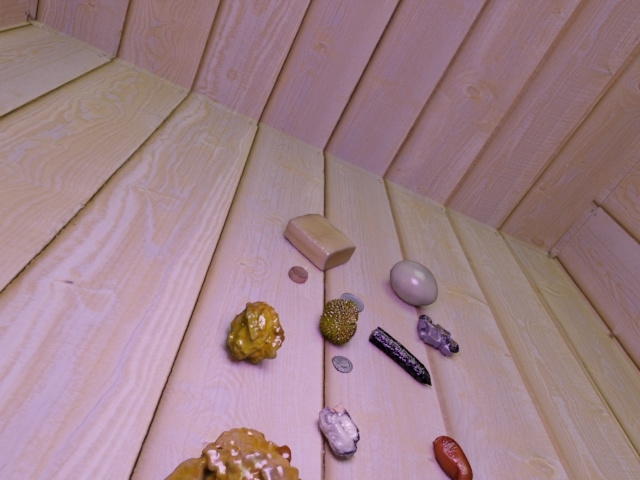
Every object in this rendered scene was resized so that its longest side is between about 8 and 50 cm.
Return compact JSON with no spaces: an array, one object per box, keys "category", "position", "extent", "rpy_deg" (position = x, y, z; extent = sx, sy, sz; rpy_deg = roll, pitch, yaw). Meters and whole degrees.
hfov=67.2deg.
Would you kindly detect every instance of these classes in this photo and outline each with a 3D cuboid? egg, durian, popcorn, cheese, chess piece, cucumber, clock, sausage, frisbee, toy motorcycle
[{"category":"egg","position":[0.433,0.199,2.236],"extent":[0.253,0.187,0.186],"rpy_deg":[39,30,24]},{"category":"durian","position":[0.067,0.289,1.791],"extent":[0.146,0.159,0.198],"rpy_deg":[9,28,-11]},{"category":"popcorn","position":[-0.188,0.552,1.078],"extent":[0.332,0.225,0.265],"rpy_deg":[7,38,-14]},{"category":"cheese","position":[0.000,0.000,2.242],"extent":[0.265,0.124,0.242],"rpy_deg":[41,34,22]},{"category":"chess piece","position":[-0.091,0.142,2.013],"extent":[0.083,0.038,0.084],"rpy_deg":[20,28,-11]},{"category":"cucumber","position":[0.312,0.447,1.851],"extent":[0.300,0.072,0.072],"rpy_deg":[39,30,15]},{"category":"clock","position":[0.080,0.438,1.711],"extent":[0.083,0.010,0.074],"rpy_deg":[9,34,-35]},{"category":"sausage","position":[0.421,0.697,1.518],"extent":[0.089,0.089,0.179],"rpy_deg":[11,31,-30]},{"category":"frisbee","position":[0.135,0.263,2.045],"extent":[0.110,0.014,0.110],"rpy_deg":[22,28,-12]},{"category":"toy motorcycle","position":[0.486,0.407,2.066],"extent":[0.152,0.073,0.225],"rpy_deg":[-6,43,-45]},{"category":"popcorn","position":[-0.205,0.289,1.531],"extent":[0.155,0.197,0.198],"rpy_deg":[31,24,-31]}]

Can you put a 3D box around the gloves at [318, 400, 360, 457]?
[{"category":"gloves","position":[0.058,0.564,1.425],"extent":[0.114,0.070,0.153],"rpy_deg":[9,40,-47]}]
